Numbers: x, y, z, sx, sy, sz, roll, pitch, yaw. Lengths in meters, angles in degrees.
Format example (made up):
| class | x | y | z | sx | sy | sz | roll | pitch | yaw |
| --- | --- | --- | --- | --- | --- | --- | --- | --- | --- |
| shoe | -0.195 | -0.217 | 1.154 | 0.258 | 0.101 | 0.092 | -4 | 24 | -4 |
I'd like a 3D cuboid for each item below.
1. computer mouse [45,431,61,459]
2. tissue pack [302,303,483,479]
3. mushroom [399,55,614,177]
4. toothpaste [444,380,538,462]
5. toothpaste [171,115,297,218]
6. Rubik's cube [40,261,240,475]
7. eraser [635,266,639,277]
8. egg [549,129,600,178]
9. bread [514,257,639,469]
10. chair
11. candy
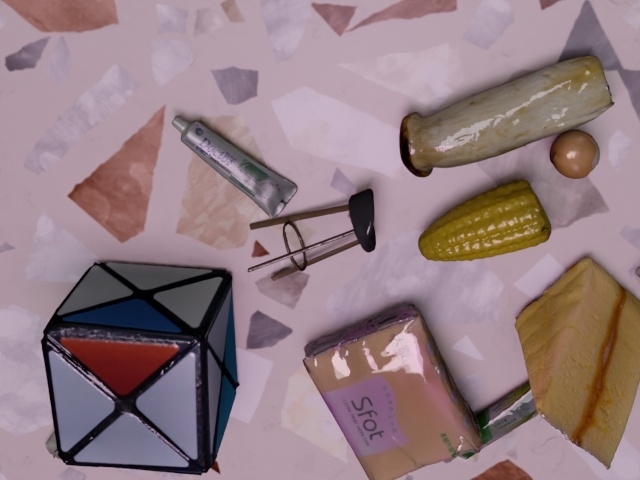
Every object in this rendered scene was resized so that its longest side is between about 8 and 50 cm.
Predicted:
| class | x | y | z | sx | sy | sz | roll | pitch | yaw |
| --- | --- | --- | --- | --- | --- | --- | --- | --- | --- |
| computer mouse | -0.453 | 0.355 | 1.742 | 0.056 | 0.032 | 0.110 | 35 | 112 | -8 |
| tissue pack | 0.118 | 0.247 | 1.587 | 0.215 | 0.123 | 0.256 | -24 | 101 | 17 |
| mushroom | 0.262 | -0.175 | 1.413 | 0.312 | 0.081 | 0.100 | -18 | 116 | 11 |
| toothpaste | 0.302 | 0.298 | 1.632 | 0.248 | 0.047 | 0.078 | -37 | 109 | 17 |
| toothpaste | -0.136 | -0.120 | 1.501 | 0.218 | 0.041 | 0.064 | 37 | 96 | -13 |
| Rubik's cube | -0.271 | 0.193 | 1.537 | 0.250 | 0.246 | 0.248 | 4 | 114 | 4 |
| eraser | 0.611 | 0.071 | 1.487 | 0.226 | 0.069 | 0.158 | 38 | 114 | -11 |
| egg | 0.368 | -0.126 | 1.421 | 0.071 | 0.083 | 0.071 | 0 | 89 | 17 |
| bread | 0.412 | 0.177 | 1.451 | 0.168 | 0.264 | 0.163 | 37 | 114 | -16 |
| chair | -0.001 | -0.001 | 1.515 | 0.222 | 0.104 | 0.095 | -21 | 135 | 19 |
| candy | 0.239 | -0.020 | 1.472 | 0.199 | 0.106 | 0.094 | -19 | 129 | 18 |
